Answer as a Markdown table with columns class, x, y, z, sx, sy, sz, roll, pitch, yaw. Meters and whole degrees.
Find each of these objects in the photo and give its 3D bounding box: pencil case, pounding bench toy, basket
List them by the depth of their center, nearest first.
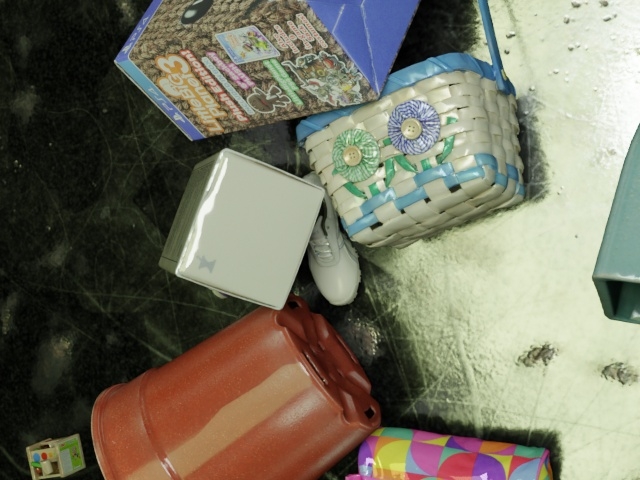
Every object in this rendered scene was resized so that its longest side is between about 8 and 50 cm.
| class | x | y | z | sx | sy | sz | roll | pitch | yaw |
| --- | --- | --- | --- | --- | --- | --- | --- | --- | --- |
| basket | 0.100 | -0.153 | 1.051 | 0.255 | 0.201 | 0.288 | -26 | 67 | 28 |
| pencil case | 0.157 | 0.285 | 1.109 | 0.236 | 0.104 | 0.104 | 0 | 93 | 22 |
| pounding bench toy | -0.399 | 0.322 | 1.351 | 0.065 | 0.083 | 0.052 | -13 | 88 | 22 |

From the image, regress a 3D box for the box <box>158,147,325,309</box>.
| class | x | y | z | sx | sy | sz | roll | pitch | yaw |
| --- | --- | --- | --- | --- | --- | --- | --- | --- | --- |
| box | -0.101 | -0.012 | 1.097 | 0.127 | 0.232 | 0.148 | 21 | 86 | -14 |

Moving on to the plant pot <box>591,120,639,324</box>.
| class | x | y | z | sx | sy | sz | roll | pitch | yaw |
| --- | --- | --- | --- | --- | --- | --- | --- | --- | --- |
| plant pot | 0.420 | -0.042 | 0.910 | 0.248 | 0.247 | 0.252 | 8 | 79 | 22 |

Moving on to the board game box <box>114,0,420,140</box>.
| class | x | y | z | sx | sy | sz | roll | pitch | yaw |
| --- | --- | --- | --- | --- | --- | --- | --- | --- | --- |
| board game box | -0.048 | -0.261 | 1.037 | 0.291 | 0.141 | 0.232 | -6 | 49 | 41 |

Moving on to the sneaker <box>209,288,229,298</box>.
| class | x | y | z | sx | sy | sz | roll | pitch | yaw |
| --- | --- | --- | --- | --- | --- | --- | --- | --- | --- |
| sneaker | -0.131 | -0.007 | 1.233 | 0.071 | 0.068 | 0.169 | -6 | 94 | 11 |

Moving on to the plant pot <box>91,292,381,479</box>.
| class | x | y | z | sx | sy | sz | roll | pitch | yaw |
| --- | --- | --- | --- | --- | --- | --- | --- | --- | --- |
| plant pot | -0.088 | 0.217 | 1.133 | 0.265 | 0.272 | 0.272 | -38 | 79 | 12 |

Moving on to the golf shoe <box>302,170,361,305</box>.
| class | x | y | z | sx | sy | sz | roll | pitch | yaw |
| --- | --- | --- | --- | --- | --- | --- | --- | --- | --- |
| golf shoe | 0.000 | 0.000 | 1.166 | 0.069 | 0.086 | 0.176 | -13 | 89 | 21 |
